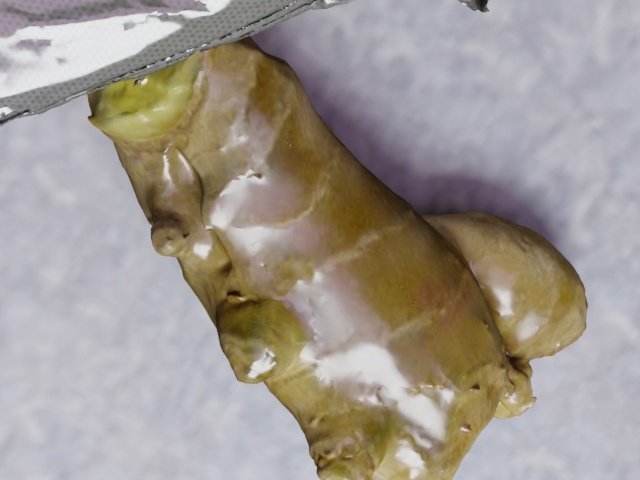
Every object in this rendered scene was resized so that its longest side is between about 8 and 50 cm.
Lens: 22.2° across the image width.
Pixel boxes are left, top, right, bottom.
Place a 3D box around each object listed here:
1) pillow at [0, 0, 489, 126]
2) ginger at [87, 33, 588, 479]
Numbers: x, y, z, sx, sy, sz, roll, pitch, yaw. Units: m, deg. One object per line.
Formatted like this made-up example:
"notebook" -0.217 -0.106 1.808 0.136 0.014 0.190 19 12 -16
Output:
"pillow" -0.079 -0.103 0.466 0.255 0.059 0.169 -24 84 -5
"ginger" 0.000 0.014 0.540 0.205 0.081 0.115 32 83 -22
